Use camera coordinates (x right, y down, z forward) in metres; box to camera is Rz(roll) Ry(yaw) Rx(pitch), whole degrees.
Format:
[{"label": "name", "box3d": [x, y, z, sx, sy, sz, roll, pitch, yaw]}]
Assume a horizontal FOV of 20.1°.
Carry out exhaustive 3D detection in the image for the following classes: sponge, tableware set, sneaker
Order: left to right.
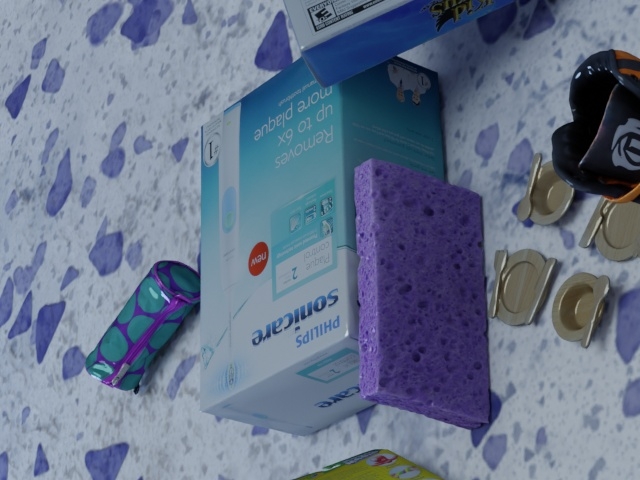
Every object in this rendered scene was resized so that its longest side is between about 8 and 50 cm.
[{"label": "sponge", "box3d": [0.083, 0.043, 1.484, 0.031, 0.117, 0.210, -30, 52, 47]}, {"label": "tableware set", "box3d": [0.195, 0.010, 1.430, 0.168, 0.020, 0.141, 21, 92, 56]}, {"label": "sneaker", "box3d": [0.260, -0.023, 1.211, 0.125, 0.180, 0.321, -62, 35, 14]}]

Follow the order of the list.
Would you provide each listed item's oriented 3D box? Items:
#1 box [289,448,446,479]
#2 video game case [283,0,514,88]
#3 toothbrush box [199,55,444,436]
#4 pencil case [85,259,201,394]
[{"label": "box", "box3d": [0.050, 0.219, 1.459, 0.179, 0.105, 0.043, 24, 125, 55]}, {"label": "video game case", "box3d": [0.084, -0.283, 1.572, 0.269, 0.061, 0.244, -24, 50, 7]}, {"label": "toothbrush box", "box3d": [0.000, 0.000, 1.614, 0.216, 0.126, 0.296, -29, 54, 45]}, {"label": "pencil case", "box3d": [-0.181, 0.090, 1.879, 0.152, 0.064, 0.070, -53, 23, 26]}]
